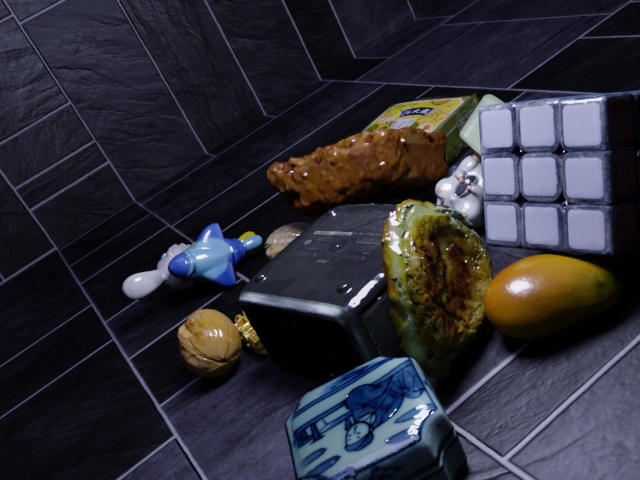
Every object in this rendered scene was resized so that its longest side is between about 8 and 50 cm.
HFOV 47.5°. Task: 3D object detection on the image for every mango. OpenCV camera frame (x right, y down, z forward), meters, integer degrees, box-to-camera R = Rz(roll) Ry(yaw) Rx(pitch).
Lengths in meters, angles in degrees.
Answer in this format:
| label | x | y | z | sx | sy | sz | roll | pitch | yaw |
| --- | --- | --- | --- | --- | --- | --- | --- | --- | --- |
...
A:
| label | x | y | z | sx | sy | sz | roll | pitch | yaw |
| --- | --- | --- | --- | --- | --- | --- | --- | --- | --- |
| mango | 0.442 | 0.100 | 1.414 | 0.254 | 0.139 | 0.175 | -18 | 36 | 3 |

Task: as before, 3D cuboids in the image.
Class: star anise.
| label | x | y | z | sx | sy | sz | roll | pitch | yaw |
| --- | --- | --- | --- | --- | --- | --- | --- | --- | --- |
| star anise | 0.342 | -0.143 | 2.019 | 0.236 | 0.093 | 0.229 | -9 | 31 | 42 |

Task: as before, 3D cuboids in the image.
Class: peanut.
| label | x | y | z | sx | sy | sz | roll | pitch | yaw |
| --- | --- | --- | --- | --- | --- | --- | --- | --- | --- |
| peanut | 0.000 | 0.000 | 2.046 | 0.313 | 0.149 | 0.149 | -18 | 27 | 12 |

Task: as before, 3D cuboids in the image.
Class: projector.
| label | x | y | z | sx | sy | sz | roll | pitch | yaw |
| --- | --- | --- | --- | --- | --- | --- | --- | --- | --- |
| projector | 0.087 | 0.099 | 1.647 | 0.395 | 0.242 | 0.405 | 2 | 37 | 49 |

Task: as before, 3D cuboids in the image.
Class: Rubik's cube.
| label | x | y | z | sx | sy | sz | roll | pitch | yaw |
| --- | --- | --- | --- | --- | --- | --- | --- | --- | --- |
| Rubik's cube | 0.532 | -0.145 | 1.484 | 0.305 | 0.304 | 0.301 | -11 | 11 | -38 |

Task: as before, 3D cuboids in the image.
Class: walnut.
| label | x | y | z | sx | sy | sz | roll | pitch | yaw |
| --- | --- | --- | --- | --- | --- | --- | --- | --- | --- |
| walnut | -0.280 | 0.256 | 1.825 | 0.159 | 0.159 | 0.206 | -34 | 28 | -12 |

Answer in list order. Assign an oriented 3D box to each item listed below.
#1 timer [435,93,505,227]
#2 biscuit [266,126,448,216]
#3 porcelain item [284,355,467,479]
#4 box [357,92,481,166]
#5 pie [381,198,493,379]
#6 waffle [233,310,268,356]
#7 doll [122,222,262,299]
| label | x | y | z | sx | sy | sz | roll | pitch | yaw |
| --- | --- | --- | --- | --- | --- | --- | --- | --- | --- |
| timer | 0.418 | -0.159 | 1.830 | 0.315 | 0.290 | 0.291 | -47 | 22 | 12 |
| biscuit | 0.110 | -0.177 | 1.925 | 0.395 | 0.166 | 0.342 | -14 | -1 | 38 |
| porcelain item | 0.088 | 0.350 | 1.276 | 0.281 | 0.157 | 0.286 | -28 | 24 | 3 |
| box | 0.271 | -0.305 | 2.343 | 0.373 | 0.138 | 0.420 | 4 | 39 | 50 |
| pie | 0.231 | 0.087 | 1.433 | 0.103 | 0.355 | 0.288 | -12 | 9 | 43 |
| waffle | -0.125 | 0.192 | 1.902 | 0.229 | 0.057 | 0.219 | -38 | 27 | -22 |
| doll | -0.383 | 0.057 | 2.264 | 0.365 | 0.187 | 0.376 | -16 | 28 | 23 |
